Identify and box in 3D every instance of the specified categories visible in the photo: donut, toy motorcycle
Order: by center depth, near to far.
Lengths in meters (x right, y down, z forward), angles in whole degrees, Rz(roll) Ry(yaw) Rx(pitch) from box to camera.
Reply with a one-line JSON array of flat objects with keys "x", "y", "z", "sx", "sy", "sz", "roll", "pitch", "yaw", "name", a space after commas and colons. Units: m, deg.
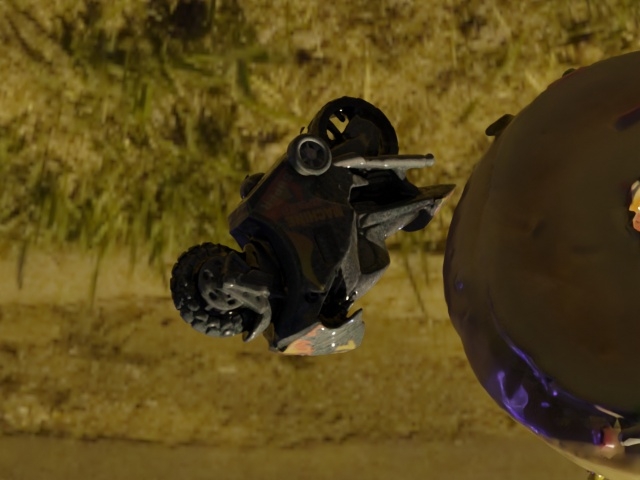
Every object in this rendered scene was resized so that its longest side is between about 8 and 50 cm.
[{"x": 0.245, "y": 0.013, "z": 0.968, "sx": 0.307, "sy": 0.371, "sz": 0.150, "roll": 10, "pitch": 147, "yaw": 25, "name": "donut"}, {"x": 0.000, "y": 0.000, "z": 1.219, "sx": 0.173, "sy": 0.307, "sz": 0.108, "roll": 45, "pitch": 147, "yaw": -6, "name": "toy motorcycle"}]
